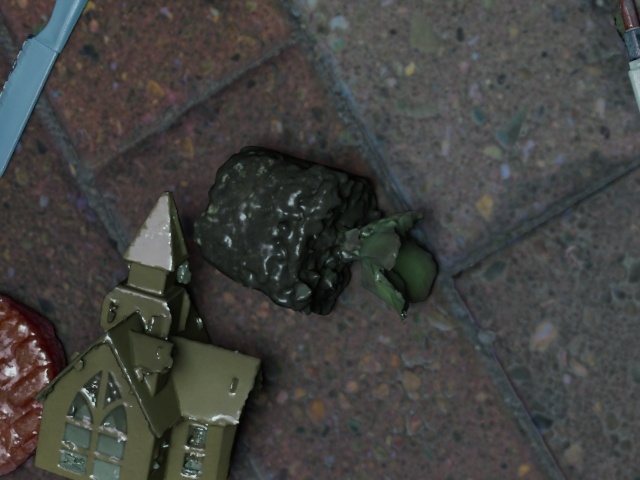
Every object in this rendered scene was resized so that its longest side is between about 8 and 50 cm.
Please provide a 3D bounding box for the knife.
[{"bbox_3d":[-0.262,-0.175,1.859,0.044,0.019,0.313,31,102,22],"label":"knife"}]

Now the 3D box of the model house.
[{"bbox_3d":[-0.133,0.079,1.728,0.176,0.181,0.248,14,109,12],"label":"model house"}]

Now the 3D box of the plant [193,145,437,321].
[{"bbox_3d":[0.000,0.000,1.723,0.203,0.142,0.131,16,89,28],"label":"plant"}]

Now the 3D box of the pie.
[{"bbox_3d":[-0.322,0.132,1.873,0.182,0.049,0.182,0,90,19],"label":"pie"}]

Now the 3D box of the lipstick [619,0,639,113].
[{"bbox_3d":[0.270,-0.156,1.682,0.025,0.025,0.107,-18,81,18],"label":"lipstick"}]
